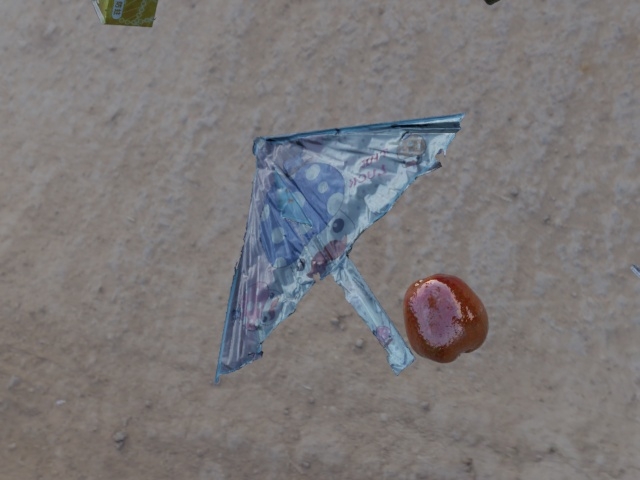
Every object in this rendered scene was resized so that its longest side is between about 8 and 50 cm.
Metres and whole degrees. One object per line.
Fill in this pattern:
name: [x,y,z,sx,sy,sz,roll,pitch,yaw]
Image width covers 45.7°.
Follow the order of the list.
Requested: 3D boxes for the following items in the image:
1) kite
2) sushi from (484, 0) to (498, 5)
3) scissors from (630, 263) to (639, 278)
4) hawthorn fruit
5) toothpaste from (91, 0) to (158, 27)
kite: [0.000,0.000,0.819,0.406,0.014,0.368,-47,50,18]
sushi: [0.110,-0.325,0.759,0.139,0.291,0.131,-33,65,35]
scissors: [0.511,0.102,1.056,0.191,0.360,0.029,19,111,-8]
hawthorn fruit: [0.191,0.115,1.182,0.133,0.133,0.137,-16,103,20]
toothpaste: [-0.260,-0.459,1.095,0.071,0.089,0.312,62,142,32]
